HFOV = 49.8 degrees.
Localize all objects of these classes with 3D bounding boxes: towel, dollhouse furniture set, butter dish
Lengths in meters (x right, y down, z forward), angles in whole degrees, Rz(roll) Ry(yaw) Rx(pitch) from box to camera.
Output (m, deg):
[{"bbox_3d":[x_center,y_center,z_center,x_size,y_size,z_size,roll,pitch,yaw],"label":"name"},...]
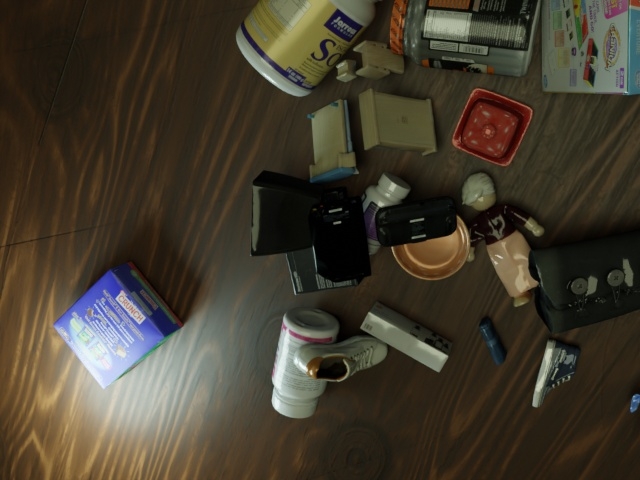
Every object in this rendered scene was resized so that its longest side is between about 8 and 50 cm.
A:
[{"bbox_3d":[0.453,0.263,1.811,0.029,0.067,0.120,-23,96,25],"label":"towel"},{"bbox_3d":[0.110,-0.307,1.773,0.303,0.198,0.287,-16,76,52],"label":"dollhouse furniture set"},{"bbox_3d":[0.406,-0.266,1.653,0.160,0.118,0.160,25,112,11],"label":"butter dish"}]

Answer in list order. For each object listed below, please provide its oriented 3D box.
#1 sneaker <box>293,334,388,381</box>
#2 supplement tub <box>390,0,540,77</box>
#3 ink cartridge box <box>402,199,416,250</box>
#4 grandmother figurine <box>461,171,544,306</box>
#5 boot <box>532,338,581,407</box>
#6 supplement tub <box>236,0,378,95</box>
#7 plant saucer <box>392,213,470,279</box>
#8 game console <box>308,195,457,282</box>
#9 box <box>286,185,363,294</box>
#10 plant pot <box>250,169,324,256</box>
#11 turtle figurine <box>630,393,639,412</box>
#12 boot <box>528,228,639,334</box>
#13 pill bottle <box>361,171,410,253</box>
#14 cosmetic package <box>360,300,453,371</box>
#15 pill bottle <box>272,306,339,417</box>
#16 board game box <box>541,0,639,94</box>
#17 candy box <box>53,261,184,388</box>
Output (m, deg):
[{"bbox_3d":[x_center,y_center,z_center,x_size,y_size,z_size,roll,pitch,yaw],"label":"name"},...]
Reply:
[{"bbox_3d":[0.078,0.331,1.847,0.123,0.290,0.106,35,122,52],"label":"sneaker"},{"bbox_3d":[0.329,-0.486,1.577,0.315,0.193,0.194,12,108,16],"label":"supplement tub"},{"bbox_3d":[0.220,-0.045,1.807,0.209,0.062,0.109,21,110,12],"label":"ink cartridge box"},{"bbox_3d":[0.449,-0.008,1.725,0.207,0.104,0.343,-26,93,16],"label":"grandmother figurine"},{"bbox_3d":[0.608,0.354,1.781,0.086,0.069,0.190,15,107,18],"label":"boot"},{"bbox_3d":[-0.019,-0.540,1.654,0.241,0.241,0.331,46,114,2],"label":"supplement tub"},{"bbox_3d":[0.279,0.001,1.746,0.199,0.037,0.200,5,107,16],"label":"plant saucer"},{"bbox_3d":[0.156,-0.017,1.677,0.361,0.044,0.213,-10,121,-2],"label":"game console"},{"bbox_3d":[0.000,0.000,1.873,0.184,0.103,0.261,-9,101,17],"label":"box"},{"bbox_3d":[-0.079,-0.067,1.738,0.166,0.188,0.188,4,105,4],"label":"plant pot"},{"bbox_3d":[0.883,0.492,1.639,0.266,0.198,0.274,48,157,-17],"label":"turtle figurine"},{"bbox_3d":[0.694,-0.006,1.571,0.444,0.146,0.367,-13,101,11],"label":"boot"},{"bbox_3d":[0.143,-0.071,1.732,0.108,0.108,0.194,34,112,7],"label":"pill bottle"},{"bbox_3d":[0.235,0.256,1.868,0.239,0.099,0.061,28,109,9],"label":"cosmetic package"},{"bbox_3d":[-0.049,0.347,1.955,0.160,0.160,0.283,16,109,14],"label":"pill bottle"},{"bbox_3d":[0.574,-0.431,1.450,0.064,0.316,0.242,-8,105,-12],"label":"board game box"},{"bbox_3d":[-0.632,0.263,2.151,0.317,0.122,0.268,-39,89,25],"label":"candy box"}]
